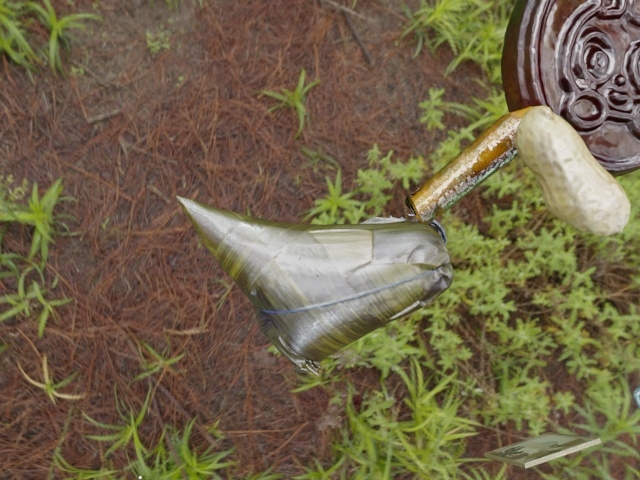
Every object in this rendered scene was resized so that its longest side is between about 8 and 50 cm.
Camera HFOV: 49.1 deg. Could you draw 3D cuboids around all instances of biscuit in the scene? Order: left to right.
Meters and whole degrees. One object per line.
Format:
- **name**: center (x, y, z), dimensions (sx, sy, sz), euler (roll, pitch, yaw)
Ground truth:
- **biscuit**: center (0.508, -0.312, 1.236), dimensions (0.407, 0.091, 0.408), euler (-1, 93, -19)

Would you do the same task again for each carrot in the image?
- **carrot**: center (0.246, -0.120, 1.115), dimensions (0.260, 0.070, 0.070), euler (-39, 84, -5)

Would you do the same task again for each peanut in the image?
- **peanut**: center (0.346, -0.094, 0.983), dimensions (0.099, 0.099, 0.214), euler (-27, 79, -21)

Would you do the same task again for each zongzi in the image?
- **zongzi**: center (0.000, 0.000, 1.308), dimensions (0.403, 0.208, 0.432), euler (-30, 111, 16)

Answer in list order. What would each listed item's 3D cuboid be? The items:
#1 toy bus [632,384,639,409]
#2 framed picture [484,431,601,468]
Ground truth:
- **toy bus**: center (0.415, 0.112, 0.572), dimensions (0.262, 0.128, 0.150), euler (-44, 117, 15)
- **framed picture**: center (0.379, 0.362, 1.220), dimensions (0.135, 0.201, 0.010), euler (-16, 80, -9)
